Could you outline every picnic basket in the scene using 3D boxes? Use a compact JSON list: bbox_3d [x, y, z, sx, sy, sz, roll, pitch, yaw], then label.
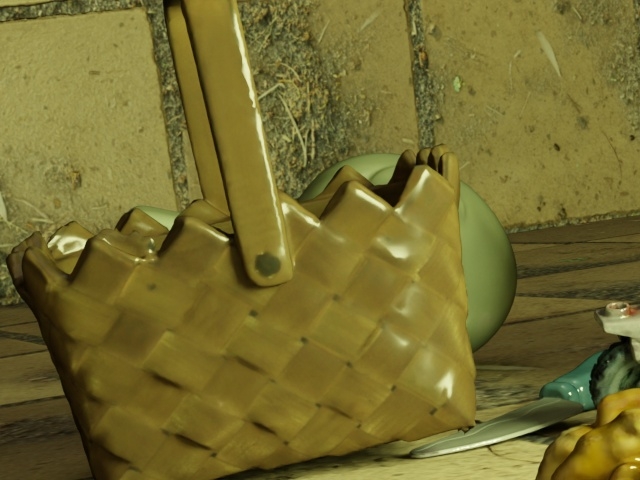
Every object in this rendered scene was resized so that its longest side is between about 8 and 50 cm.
[{"bbox_3d":[-0.055,-0.009,1.204,0.291,0.321,0.254,-11,6,-4],"label":"picnic basket"}]

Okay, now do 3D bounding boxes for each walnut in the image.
[{"bbox_3d":[0.184,0.103,0.880,0.170,0.069,0.143,-9,4,1],"label":"walnut"}]

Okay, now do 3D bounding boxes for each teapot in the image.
[{"bbox_3d":[0.007,0.031,1.604,0.318,0.220,0.149,-6,34,30],"label":"teapot"}]

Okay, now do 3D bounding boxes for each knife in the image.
[{"bbox_3d":[0.152,0.111,1.246,0.058,0.032,0.244,3,13,40],"label":"knife"}]

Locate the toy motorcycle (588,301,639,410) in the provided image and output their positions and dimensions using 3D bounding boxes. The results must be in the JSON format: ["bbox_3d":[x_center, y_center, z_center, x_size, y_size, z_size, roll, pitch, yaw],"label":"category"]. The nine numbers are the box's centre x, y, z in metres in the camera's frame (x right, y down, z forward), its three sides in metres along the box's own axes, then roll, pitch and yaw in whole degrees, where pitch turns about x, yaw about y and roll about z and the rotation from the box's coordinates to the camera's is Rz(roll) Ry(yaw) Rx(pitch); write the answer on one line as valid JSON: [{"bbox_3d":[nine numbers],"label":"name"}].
[{"bbox_3d":[0.270,0.055,1.148,0.213,0.122,0.082,-8,16,-4],"label":"toy motorcycle"}]
